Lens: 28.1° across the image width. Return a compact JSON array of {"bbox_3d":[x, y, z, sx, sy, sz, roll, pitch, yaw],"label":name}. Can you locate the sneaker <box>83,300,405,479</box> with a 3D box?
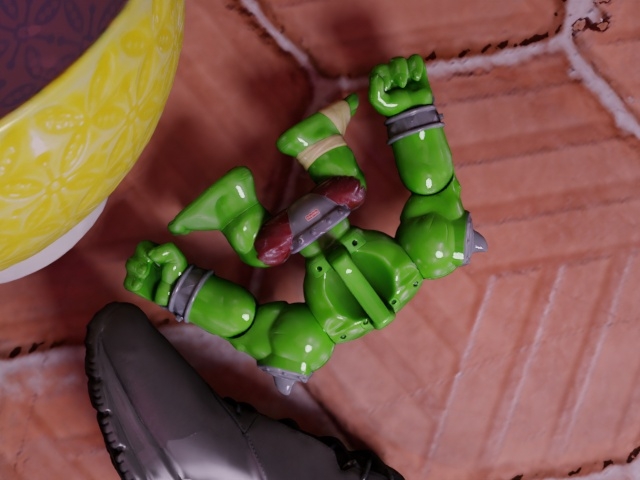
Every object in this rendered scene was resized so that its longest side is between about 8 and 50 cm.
[{"bbox_3d":[-0.025,0.143,0.713,0.130,0.109,0.286,-36,102,-7],"label":"sneaker"}]

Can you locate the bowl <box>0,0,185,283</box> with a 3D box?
[{"bbox_3d":[-0.187,-0.068,0.644,0.289,0.289,0.156,-23,136,-1],"label":"bowl"}]

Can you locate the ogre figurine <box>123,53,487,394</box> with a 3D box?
[{"bbox_3d":[0.000,0.000,0.699,0.197,0.097,0.118,-34,85,-17],"label":"ogre figurine"}]
